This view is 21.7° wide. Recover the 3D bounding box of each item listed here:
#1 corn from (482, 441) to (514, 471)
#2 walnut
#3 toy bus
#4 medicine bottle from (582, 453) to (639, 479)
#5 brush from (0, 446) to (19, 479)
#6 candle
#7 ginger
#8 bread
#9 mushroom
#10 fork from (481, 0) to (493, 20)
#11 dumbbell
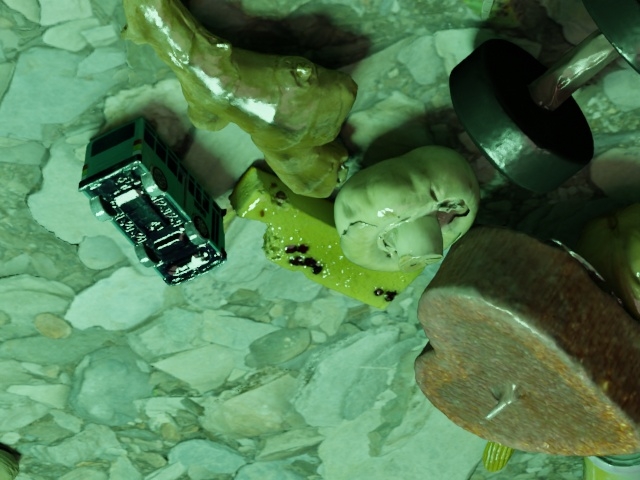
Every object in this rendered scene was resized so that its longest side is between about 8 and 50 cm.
[{"bbox_3d":[0.224,0.253,2.073,0.037,0.037,0.092,4,139,-12],"label":"corn"},{"bbox_3d":[0.340,0.041,1.773,0.166,0.149,0.167,4,125,6],"label":"walnut"},{"bbox_3d":[-0.162,-0.038,1.663,0.079,0.092,0.160,-24,129,20],"label":"toy bus"},{"bbox_3d":[0.381,0.364,2.169,0.108,0.108,0.426,-7,139,0],"label":"medicine bottle"},{"bbox_3d":[-0.450,0.202,1.932,0.042,0.039,0.299,-29,130,17],"label":"brush"},{"bbox_3d":[0.231,0.138,1.773,0.287,0.131,0.317,26,153,13],"label":"candle"},{"bbox_3d":[-0.066,-0.146,1.575,0.148,0.081,0.333,-20,138,42],"label":"ginger"},{"bbox_3d":[0.000,0.000,1.757,0.226,0.049,0.088,23,130,-28],"label":"bread"},{"bbox_3d":[0.091,-0.026,1.678,0.154,0.122,0.154,-14,148,-9],"label":"mushroom"},{"bbox_3d":[0.162,-0.246,1.542,0.016,0.012,0.115,4,141,-6],"label":"fork"},{"bbox_3d":[0.242,-0.162,1.539,0.152,0.152,0.218,29,126,-33],"label":"dumbbell"}]
